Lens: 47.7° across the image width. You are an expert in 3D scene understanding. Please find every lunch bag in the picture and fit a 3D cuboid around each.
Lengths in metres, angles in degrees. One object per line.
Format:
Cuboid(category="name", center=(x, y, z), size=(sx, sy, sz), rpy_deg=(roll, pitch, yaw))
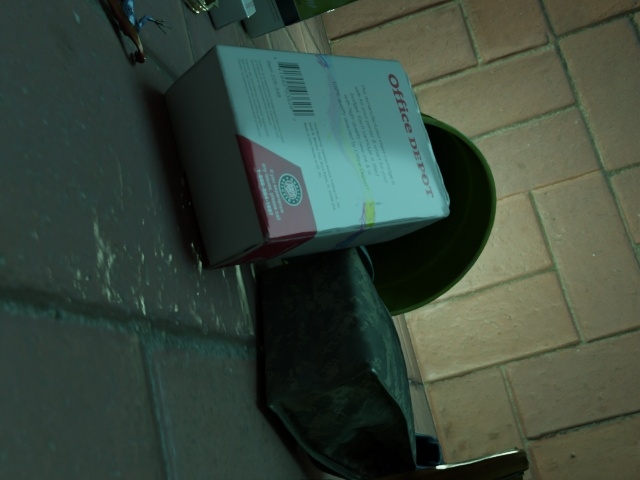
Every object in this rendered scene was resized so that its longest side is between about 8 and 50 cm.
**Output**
Cuboid(category="lunch bag", center=(0.038, 0.185, 0.999), size=(0.235, 0.169, 0.287), rpy_deg=(-98, 163, -47))

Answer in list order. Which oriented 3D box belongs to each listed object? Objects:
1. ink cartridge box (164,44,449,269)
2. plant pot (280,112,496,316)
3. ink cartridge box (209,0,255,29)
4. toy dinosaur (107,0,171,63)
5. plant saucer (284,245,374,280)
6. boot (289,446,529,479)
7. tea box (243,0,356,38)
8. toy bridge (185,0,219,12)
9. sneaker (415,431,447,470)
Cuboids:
Cuboid(category="ink cartridge box", center=(-0.009, -0.101, 0.882), size=(0.306, 0.131, 0.226), rpy_deg=(-7, 77, -44))
Cuboid(category="plant pot", center=(0.075, -0.110, 1.306), size=(0.353, 0.366, 0.366), rpy_deg=(-113, 180, -58))
Cuboid(category="ink cartridge box", center=(-0.166, -0.441, 1.214), size=(0.109, 0.063, 0.150), rpy_deg=(-84, 155, -67))
Cuboid(category="toy dinosaur", center=(-0.206, -0.227, 0.755), size=(0.090, 0.047, 0.082), rpy_deg=(-10, 92, -48))
Cuboid(category="plant saucer", center=(0.000, 0.000, 1.066), size=(0.037, 0.195, 0.195), rpy_deg=(-57, 143, -27))
Cuboid(category="boot", center=(0.109, 0.305, 0.848), size=(0.264, 0.280, 0.096), rpy_deg=(57, 19, -60))
Cuboid(category="tea box", center=(-0.049, -0.635, 1.442), size=(0.220, 0.323, 0.329), rpy_deg=(-92, 164, -57))
Cuboid(category="toy bridge", center=(-0.191, -0.376, 1.075), size=(0.188, 0.026, 0.063), rpy_deg=(4, 71, -80))
Cuboid(category="sneaker", center=(0.191, 0.434, 1.389), size=(0.300, 0.121, 0.111), rpy_deg=(36, 43, -45))
